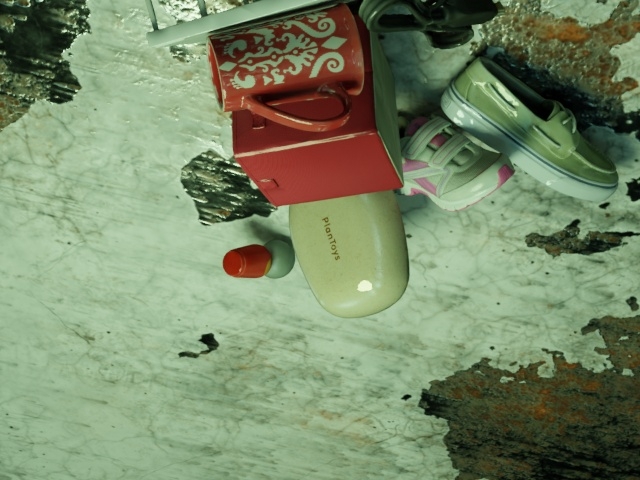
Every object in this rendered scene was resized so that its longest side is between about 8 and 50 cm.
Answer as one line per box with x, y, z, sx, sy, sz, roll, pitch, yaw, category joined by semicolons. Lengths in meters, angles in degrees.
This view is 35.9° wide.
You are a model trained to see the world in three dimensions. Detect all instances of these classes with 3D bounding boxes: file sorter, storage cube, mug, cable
-0.071;-0.354;1.203;0.278;0.193;0.173;-12;99;16;file sorter
-0.002;-0.172;1.351;0.193;0.183;0.215;-8;158;12;storage cube
-0.040;-0.204;1.169;0.169;0.150;0.113;-12;129;-11;mug
0.133;-0.294;1.243;0.287;0.072;0.139;-13;163;-40;cable

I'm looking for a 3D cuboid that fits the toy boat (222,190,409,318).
0.000;0.000;1.562;0.318;0.267;0.148;-17;173;34;toy boat

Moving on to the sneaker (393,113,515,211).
0.167;-0.119;1.420;0.252;0.103;0.111;13;138;51;sneaker

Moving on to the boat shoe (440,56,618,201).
0.319;-0.156;1.429;0.302;0.109;0.094;27;128;-14;boat shoe
